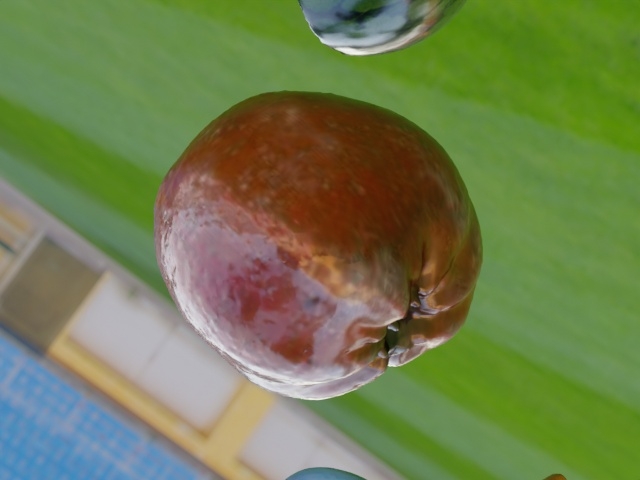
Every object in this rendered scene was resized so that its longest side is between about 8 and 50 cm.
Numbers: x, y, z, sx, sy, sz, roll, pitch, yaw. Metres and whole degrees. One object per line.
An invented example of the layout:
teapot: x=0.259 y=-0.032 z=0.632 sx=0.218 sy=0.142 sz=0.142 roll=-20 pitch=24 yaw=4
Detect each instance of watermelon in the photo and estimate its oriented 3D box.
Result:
watermelon: x=0.033 y=-0.124 z=0.767 sx=0.062 sy=0.105 sz=0.105 roll=4 pitch=157 yaw=30

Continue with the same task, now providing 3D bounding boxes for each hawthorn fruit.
hawthorn fruit: x=0.000 y=0.000 z=1.659 sx=0.284 sy=0.284 sz=0.284 roll=35 pitch=174 yaw=5

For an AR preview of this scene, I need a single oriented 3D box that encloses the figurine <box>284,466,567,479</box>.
figurine: x=0.021 y=0.186 z=0.732 sx=0.153 sy=0.180 sz=0.262 roll=12 pitch=149 yaw=-38
